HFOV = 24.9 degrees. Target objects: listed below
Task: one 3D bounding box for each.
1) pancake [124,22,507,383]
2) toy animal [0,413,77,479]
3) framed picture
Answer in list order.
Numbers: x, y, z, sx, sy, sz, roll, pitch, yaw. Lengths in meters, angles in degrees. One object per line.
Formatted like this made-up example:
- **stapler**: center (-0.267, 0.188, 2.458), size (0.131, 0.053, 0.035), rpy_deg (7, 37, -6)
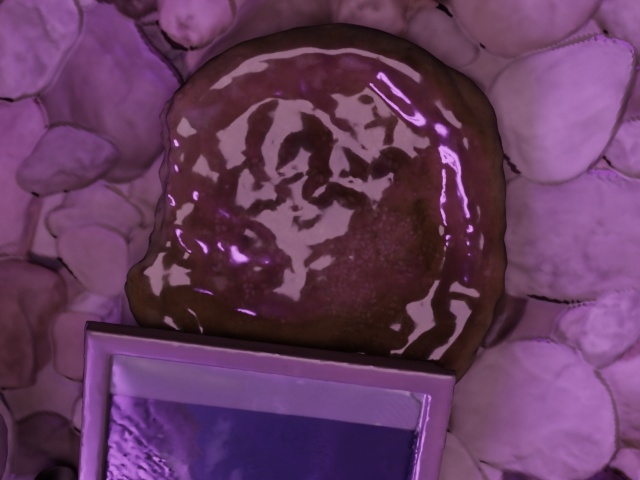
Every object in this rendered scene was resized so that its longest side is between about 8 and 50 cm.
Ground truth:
- **pancake**: center (0.000, 0.000, 0.795), size (0.222, 0.042, 0.236), rpy_deg (32, 103, -6)
- **toy animal**: center (-0.316, 0.233, 0.758), size (0.303, 0.194, 0.344), rpy_deg (4, 65, 8)
- **framed picture**: center (-0.042, 0.183, 0.836), size (0.209, 0.019, 0.281), rpy_deg (6, 113, 1)
